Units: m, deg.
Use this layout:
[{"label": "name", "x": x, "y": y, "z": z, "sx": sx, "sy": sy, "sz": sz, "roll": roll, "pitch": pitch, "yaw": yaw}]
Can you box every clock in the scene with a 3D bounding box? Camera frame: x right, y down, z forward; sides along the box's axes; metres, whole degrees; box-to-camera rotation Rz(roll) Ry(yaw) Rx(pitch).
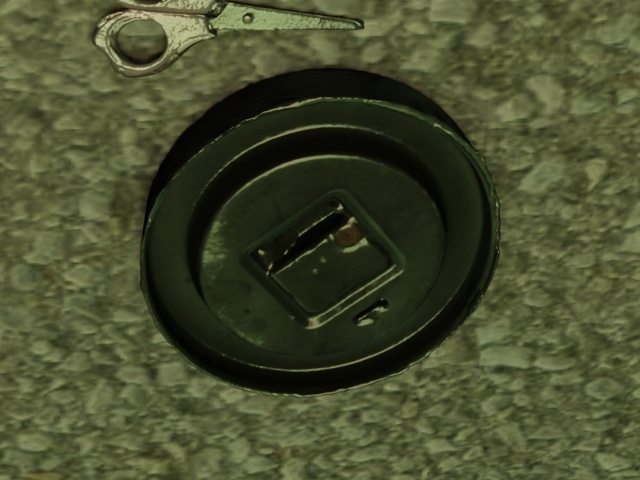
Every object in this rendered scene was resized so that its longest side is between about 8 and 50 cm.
[{"label": "clock", "x": 0.000, "y": 0.000, "z": 0.964, "sx": 0.280, "sy": 0.055, "sz": 0.280, "roll": -5, "pitch": 126, "yaw": -8}]

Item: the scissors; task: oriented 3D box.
[{"label": "scissors", "x": -0.060, "y": -0.154, "z": 0.866, "sx": 0.189, "sy": 0.015, "sz": 0.100, "roll": 2, "pitch": 123, "yaw": -14}]
